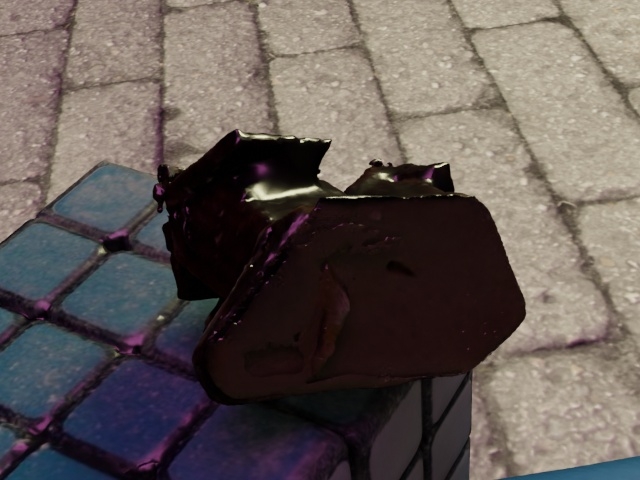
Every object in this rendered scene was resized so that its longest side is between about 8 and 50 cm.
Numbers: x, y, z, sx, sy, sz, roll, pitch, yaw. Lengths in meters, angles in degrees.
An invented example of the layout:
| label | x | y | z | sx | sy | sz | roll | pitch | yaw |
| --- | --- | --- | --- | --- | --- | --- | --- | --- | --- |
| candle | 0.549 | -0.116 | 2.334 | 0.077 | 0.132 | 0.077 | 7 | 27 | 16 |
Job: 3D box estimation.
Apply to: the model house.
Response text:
| label | x | y | z | sx | sy | sz | roll | pitch | yaw |
| --- | --- | --- | --- | --- | --- | --- | --- | --- | --- |
| model house | 0.004 | 0.009 | 0.614 | 0.203 | 0.141 | 0.164 | 4 | 10 | -26 |

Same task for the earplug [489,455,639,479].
| label | x | y | z | sx | sy | sz | roll | pitch | yaw |
| --- | --- | --- | --- | --- | --- | --- | --- | --- | --- |
| earplug | 0.253 | 0.227 | 0.787 | 0.273 | 0.132 | 0.132 | -6 | 34 | -27 |

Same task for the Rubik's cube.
| label | x | y | z | sx | sy | sz | roll | pitch | yaw |
| --- | --- | --- | --- | --- | --- | --- | --- | --- | --- |
| Rubik's cube | -0.103 | 0.195 | 0.738 | 0.344 | 0.344 | 0.337 | 15 | 44 | 27 |
